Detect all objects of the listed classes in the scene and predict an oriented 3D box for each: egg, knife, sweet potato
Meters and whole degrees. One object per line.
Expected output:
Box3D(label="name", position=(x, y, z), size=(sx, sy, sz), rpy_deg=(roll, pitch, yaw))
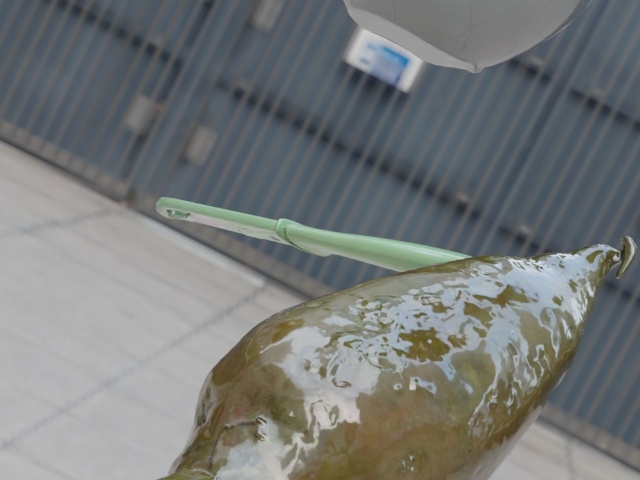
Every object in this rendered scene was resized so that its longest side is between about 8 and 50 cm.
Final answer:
Box3D(label="egg", position=(0.102, -0.214, 0.955), size=(0.176, 0.232, 0.176), rpy_deg=(32, -3, 2))
Box3D(label="knife", position=(0.000, 0.000, 0.779), size=(0.207, 0.014, 0.030), rpy_deg=(13, -11, 36))
Box3D(label="sweet potato", position=(-0.007, 0.059, 0.467), size=(0.269, 0.074, 0.075), rpy_deg=(-23, 41, -40))
